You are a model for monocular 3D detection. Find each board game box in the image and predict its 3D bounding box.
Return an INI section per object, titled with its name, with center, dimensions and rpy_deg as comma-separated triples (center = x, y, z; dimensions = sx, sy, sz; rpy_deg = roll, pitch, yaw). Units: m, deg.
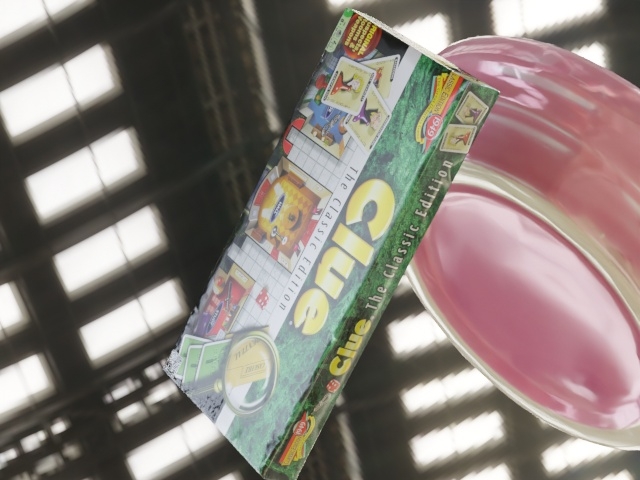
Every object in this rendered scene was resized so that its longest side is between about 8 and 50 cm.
[board game box]
center = 0.000, 0.000, 0.979
dimensions = 0.030, 0.136, 0.260
rpy_deg = 18, -77, -42

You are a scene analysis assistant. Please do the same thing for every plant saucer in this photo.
[plant saucer]
center = 0.162, 0.021, 1.100
dimensions = 0.084, 0.332, 0.332
rpy_deg = -42, -42, -25
